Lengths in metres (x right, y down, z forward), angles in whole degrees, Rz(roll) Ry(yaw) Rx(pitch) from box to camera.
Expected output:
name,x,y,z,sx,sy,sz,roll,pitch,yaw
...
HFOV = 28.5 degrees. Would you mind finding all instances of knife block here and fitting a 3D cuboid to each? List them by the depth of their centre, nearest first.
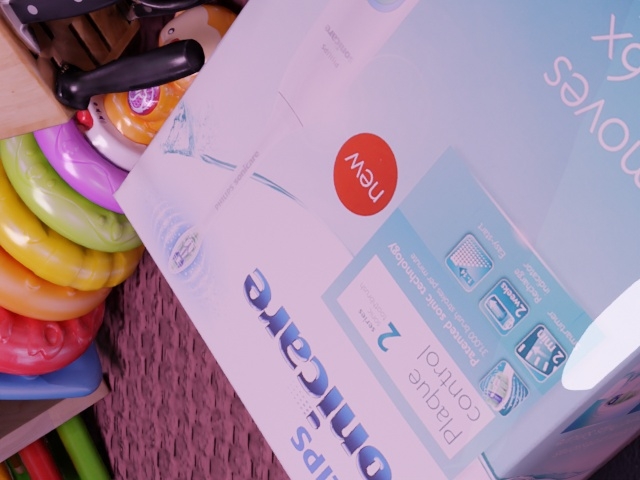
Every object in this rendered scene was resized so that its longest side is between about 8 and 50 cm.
name,x,y,z,sx,sy,sz,roll,pitch,yaw
knife block,-0.180,-0.108,0.697,0.088,0.276,0.242,58,174,-31

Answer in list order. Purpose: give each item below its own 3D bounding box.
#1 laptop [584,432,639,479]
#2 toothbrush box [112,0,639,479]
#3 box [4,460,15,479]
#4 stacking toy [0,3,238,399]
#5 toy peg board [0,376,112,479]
name,x,y,z,sx,sy,sz,roll,pitch,yaw
laptop,0.118,0.192,0.623,0.264,0.136,0.234,53,140,-10
toothbrush box,0.079,-0.040,0.492,0.295,0.126,0.216,-50,62,32
box,-0.317,0.133,1.094,0.164,0.021,0.201,-19,84,49
stacking toy,-0.149,-0.040,0.790,0.302,0.166,0.175,-40,59,30
toy peg board,-0.244,0.176,0.929,0.161,0.161,0.079,-13,104,49
